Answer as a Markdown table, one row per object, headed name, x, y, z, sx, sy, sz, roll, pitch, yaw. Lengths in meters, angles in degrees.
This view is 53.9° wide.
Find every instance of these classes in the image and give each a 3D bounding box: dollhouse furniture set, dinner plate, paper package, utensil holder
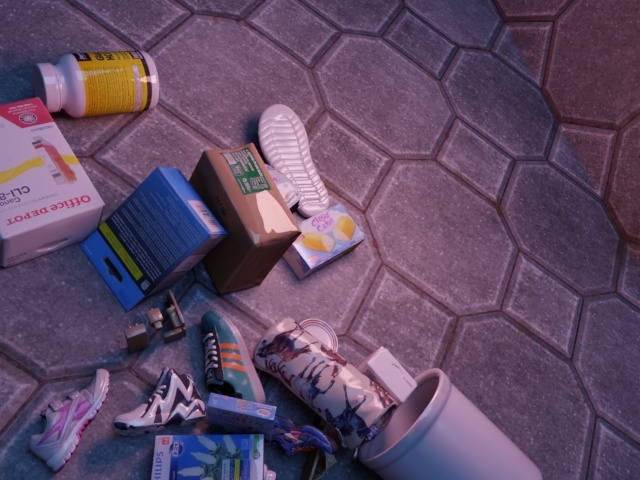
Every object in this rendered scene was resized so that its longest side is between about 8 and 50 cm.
| name | x | y | z | sx | sy | sz | roll | pitch | yaw |
| --- | --- | --- | --- | --- | --- | --- | --- | --- | --- |
| dollhouse furniture set | -0.449 | 0.202 | 1.657 | 0.151 | 0.144 | 0.123 | -20 | 66 | -21 |
| dinner plate | -0.014 | 0.303 | 1.890 | 0.141 | 0.017 | 0.141 | 13 | 55 | -20 |
| paper package | -0.241 | -0.061 | 1.808 | 0.168 | 0.309 | 0.324 | -16 | 69 | -38 |
| utensil holder | 0.352 | 0.598 | 1.707 | 0.385 | 0.327 | 0.327 | 44 | 50 | 0 |

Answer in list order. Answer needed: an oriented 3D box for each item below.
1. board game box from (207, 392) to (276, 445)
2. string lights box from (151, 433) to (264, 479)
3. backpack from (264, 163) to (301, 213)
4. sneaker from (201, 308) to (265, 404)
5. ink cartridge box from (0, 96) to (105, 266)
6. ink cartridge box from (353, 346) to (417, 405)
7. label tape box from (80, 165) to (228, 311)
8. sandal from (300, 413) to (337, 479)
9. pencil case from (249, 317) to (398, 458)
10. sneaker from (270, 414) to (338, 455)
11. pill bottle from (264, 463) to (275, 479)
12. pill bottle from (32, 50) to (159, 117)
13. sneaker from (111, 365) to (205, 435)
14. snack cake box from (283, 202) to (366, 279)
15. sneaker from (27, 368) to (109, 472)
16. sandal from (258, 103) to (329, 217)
| name | x | y | z | sx | sy | sz | roll | pitch | yaw |
| --- | --- | --- | --- | --- | --- | --- | --- | --- | --- |
| board game box | -0.195 | 0.444 | 1.553 | 0.160 | 0.211 | 0.039 | 12 | 55 | 1 |
| string lights box | -0.266 | 0.541 | 1.512 | 0.260 | 0.076 | 0.133 | 0 | 59 | -4 |
| backpack | -0.173 | -0.149 | 2.007 | 0.188 | 0.144 | 0.166 | 40 | 65 | 11 |
| sneaker | -0.262 | 0.328 | 1.682 | 0.121 | 0.108 | 0.302 | -17 | 71 | -39 |
| ink cartridge box | -0.793 | -0.161 | 1.670 | 0.279 | 0.160 | 0.384 | -26 | 75 | -37 |
| ink cartridge box | 0.153 | 0.413 | 1.789 | 0.148 | 0.203 | 0.086 | 47 | 49 | 6 |
| label tape box | -0.455 | -0.003 | 1.717 | 0.240 | 0.334 | 0.106 | 52 | 16 | 9 |
| sandal | 0.011 | 0.570 | 1.691 | 0.079 | 0.088 | 0.240 | 24 | 47 | -11 |
| pencil case | 0.000 | 0.385 | 1.700 | 0.410 | 0.160 | 0.183 | 37 | 61 | 16 |
| sneaker | -0.052 | 0.524 | 1.641 | 0.083 | 0.221 | 0.087 | 45 | 58 | -46 |
| pill bottle | -0.175 | 0.588 | 1.593 | 0.116 | 0.065 | 0.065 | 26 | 52 | -10 |
| pill bottle | -0.679 | -0.474 | 1.910 | 0.334 | 0.188 | 0.187 | -15 | 69 | -35 |
| sneaker | -0.411 | 0.391 | 1.573 | 0.235 | 0.094 | 0.153 | -4 | 62 | -30 |
| snack cake box | 0.000 | 0.000 | 2.042 | 0.264 | 0.089 | 0.152 | -29 | 78 | -38 |
| sneaker | -0.584 | 0.400 | 1.468 | 0.111 | 0.103 | 0.252 | 32 | 50 | -9 |
| sandal | -0.107 | -0.261 | 2.150 | 0.169 | 0.102 | 0.416 | -18 | 83 | -20 |
